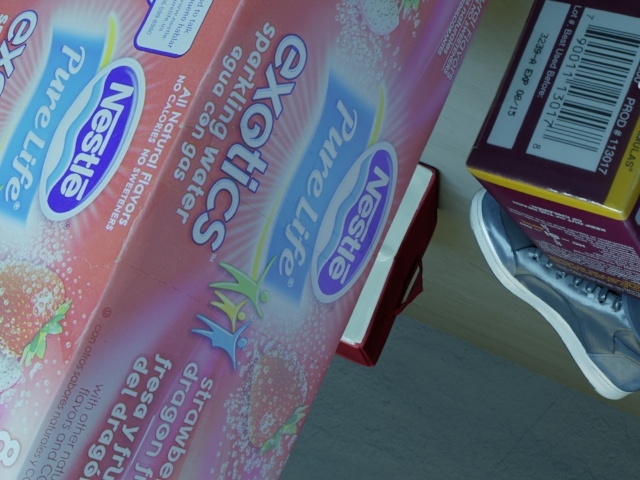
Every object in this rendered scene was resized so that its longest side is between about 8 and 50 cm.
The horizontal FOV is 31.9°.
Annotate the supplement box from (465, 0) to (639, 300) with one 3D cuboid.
[{"bbox_3d":[0.155,-0.042,0.579,0.080,0.104,0.188,20,173,30],"label":"supplement box"}]

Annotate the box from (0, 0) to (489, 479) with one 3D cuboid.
[{"bbox_3d":[-0.060,-0.040,0.479,0.154,0.300,0.142,17,169,39],"label":"box"}]

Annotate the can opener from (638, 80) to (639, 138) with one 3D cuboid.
[{"bbox_3d":[0.211,-0.046,0.497,0.074,0.093,0.280,22,-178,31],"label":"can opener"}]

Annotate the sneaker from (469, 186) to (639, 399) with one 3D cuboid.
[{"bbox_3d":[0.239,0.021,0.913,0.226,0.086,0.163,48,146,-8],"label":"sneaker"}]

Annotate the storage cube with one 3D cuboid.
[{"bbox_3d":[0.000,0.000,1.103,0.215,0.184,0.193,23,172,10],"label":"storage cube"}]
